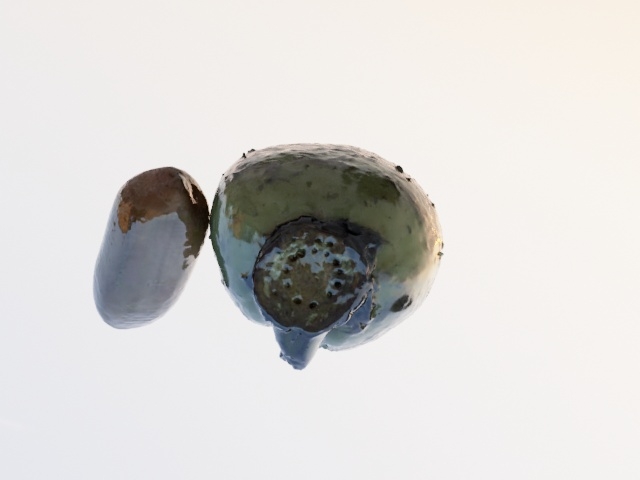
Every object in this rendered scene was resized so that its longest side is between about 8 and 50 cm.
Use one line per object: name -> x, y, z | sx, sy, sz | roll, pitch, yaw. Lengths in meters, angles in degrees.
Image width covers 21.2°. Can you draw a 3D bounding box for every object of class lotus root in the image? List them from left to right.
lotus root -> 0.000, 0.000, 1.281 | 0.173, 0.173, 0.309 | 20, -175, -1

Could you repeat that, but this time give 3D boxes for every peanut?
peanut -> -0.130, 0.009, 1.291 | 0.076, 0.152, 0.076 | 16, -146, -11
